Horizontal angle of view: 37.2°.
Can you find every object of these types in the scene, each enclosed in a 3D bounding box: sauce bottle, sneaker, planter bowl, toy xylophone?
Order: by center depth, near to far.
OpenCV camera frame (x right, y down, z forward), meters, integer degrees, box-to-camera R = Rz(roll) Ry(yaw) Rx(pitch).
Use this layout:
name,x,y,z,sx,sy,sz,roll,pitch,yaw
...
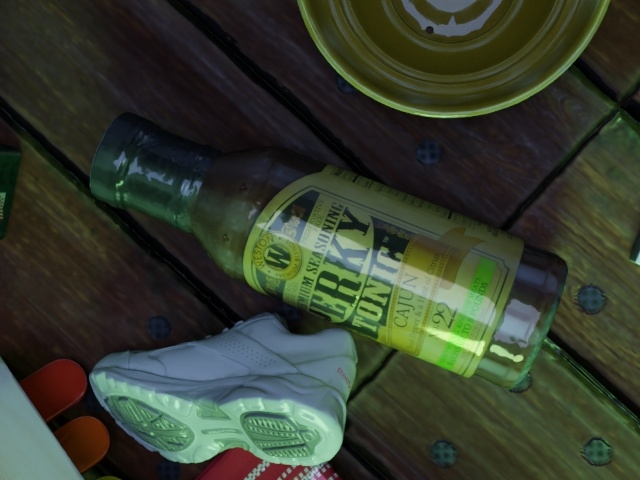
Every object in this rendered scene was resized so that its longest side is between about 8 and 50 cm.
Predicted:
name,x,y,z,sx,sy,sz,roll,pitch,yaw
planter bowl,0.094,-0.193,0.677,0.217,0.090,0.217,0,94,8
sauce bottle,0.000,0.000,0.696,0.344,0.111,0.111,20,97,7
toy xylophone,-0.239,0.239,0.700,0.236,0.081,0.323,-26,75,-16
sneaker,-0.070,0.105,0.731,0.232,0.115,0.090,1,130,28

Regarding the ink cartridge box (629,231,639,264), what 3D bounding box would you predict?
name,x,y,z,sx,sy,sz,roll,pitch,yaw
ink cartridge box,0.294,0.009,0.695,0.115,0.029,0.063,23,97,6

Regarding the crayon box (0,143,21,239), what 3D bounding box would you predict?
name,x,y,z,sx,sy,sz,roll,pitch,yaw
crayon box,-0.416,-0.071,0.700,0.318,0.202,0.081,14,96,6

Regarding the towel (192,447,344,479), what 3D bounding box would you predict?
name,x,y,z,sx,sy,sz,roll,pitch,yaw
towel,-0.017,0.286,0.731,0.199,0.031,0.275,-46,75,8
